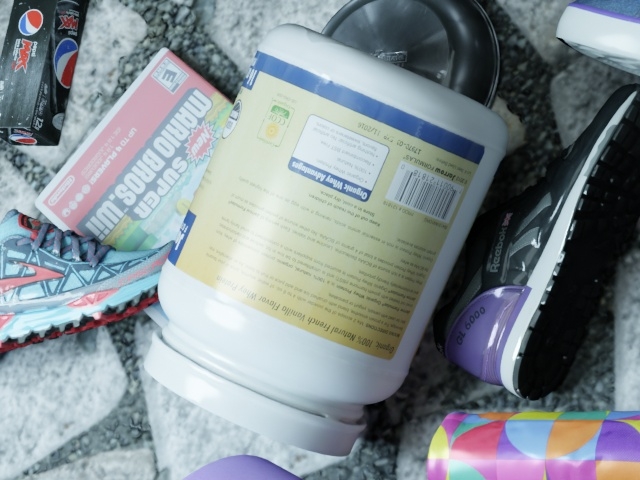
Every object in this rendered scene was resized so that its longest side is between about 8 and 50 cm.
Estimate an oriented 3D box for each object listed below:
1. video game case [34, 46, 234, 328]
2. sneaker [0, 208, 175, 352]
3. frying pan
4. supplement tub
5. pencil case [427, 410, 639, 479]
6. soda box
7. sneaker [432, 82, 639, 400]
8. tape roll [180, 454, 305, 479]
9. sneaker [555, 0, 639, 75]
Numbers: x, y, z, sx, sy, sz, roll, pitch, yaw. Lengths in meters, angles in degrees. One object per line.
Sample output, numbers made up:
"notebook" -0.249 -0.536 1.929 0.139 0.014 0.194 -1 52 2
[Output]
"video game case" -0.123 -0.032 1.873 0.285 0.025 0.204 41 92 32
"sneaker" -0.250 0.027 1.799 0.262 0.104 0.125 -15 89 4
"frying pan" 0.097 -0.212 1.823 0.197 0.053 0.326 25 86 30
"supplement tub" 0.000 0.000 1.666 0.228 0.228 0.316 26 94 32
"pencil case" 0.202 0.185 1.590 0.236 0.104 0.104 -2 70 28
"soda box" -0.284 -0.181 1.992 0.060 0.053 0.169 2 73 27
"sneaker" 0.184 -0.016 1.672 0.124 0.107 0.283 23 83 37
"tape roll" -0.077 0.312 1.572 0.090 0.275 0.274 24 83 32
"sneaker" 0.371 -0.241 1.625 0.323 0.130 0.236 12 89 23
